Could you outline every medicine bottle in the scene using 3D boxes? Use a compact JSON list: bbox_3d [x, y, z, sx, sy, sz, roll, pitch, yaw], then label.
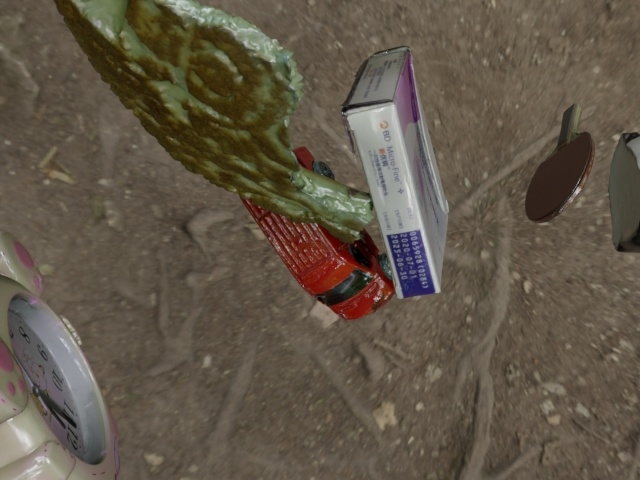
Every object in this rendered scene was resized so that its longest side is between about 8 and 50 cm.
[{"bbox_3d":[0.079,-0.071,0.755,0.052,0.171,0.201,-9,116,18],"label":"medicine bottle"}]

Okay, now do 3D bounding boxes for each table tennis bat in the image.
[{"bbox_3d":[0.348,-0.115,1.101,0.019,0.130,0.220,32,55,-12],"label":"table tennis bat"}]

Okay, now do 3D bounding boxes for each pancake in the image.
[{"bbox_3d":[-0.083,-0.128,0.636,0.197,0.376,0.054,-6,48,45],"label":"pancake"}]

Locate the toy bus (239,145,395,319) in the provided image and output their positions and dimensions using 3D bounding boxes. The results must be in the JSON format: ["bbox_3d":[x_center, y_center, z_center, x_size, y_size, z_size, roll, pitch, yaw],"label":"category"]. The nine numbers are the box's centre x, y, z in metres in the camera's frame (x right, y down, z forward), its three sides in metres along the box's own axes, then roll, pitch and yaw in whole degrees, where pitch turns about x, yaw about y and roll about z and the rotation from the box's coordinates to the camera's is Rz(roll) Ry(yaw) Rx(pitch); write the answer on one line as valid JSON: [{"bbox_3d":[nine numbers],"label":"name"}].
[{"bbox_3d":[0.000,0.000,0.812,0.081,0.089,0.195,-34,91,25],"label":"toy bus"}]

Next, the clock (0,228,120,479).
[{"bbox_3d":[-0.306,0.169,0.798,0.114,0.284,0.309,-26,119,-4],"label":"clock"}]

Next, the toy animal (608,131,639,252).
[{"bbox_3d":[0.531,-0.069,1.059,0.235,0.187,0.165,-4,123,8],"label":"toy animal"}]
